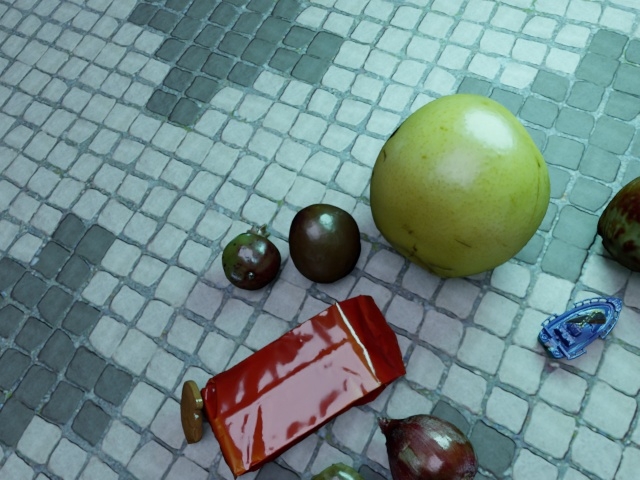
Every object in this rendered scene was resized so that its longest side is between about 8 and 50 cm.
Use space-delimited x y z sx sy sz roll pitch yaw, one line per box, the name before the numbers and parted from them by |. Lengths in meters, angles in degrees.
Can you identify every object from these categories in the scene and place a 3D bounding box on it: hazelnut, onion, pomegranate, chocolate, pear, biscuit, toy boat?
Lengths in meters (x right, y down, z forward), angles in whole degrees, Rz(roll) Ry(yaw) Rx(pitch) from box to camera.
hazelnut | 0.645 -0.033 0.965 0.217 0.234 0.218 0 105 -1
onion | 0.179 0.376 0.916 0.159 0.159 0.194 -47 50 -11
pomegranate | -0.143 0.038 1.130 0.129 0.130 0.159 18 28 16
chocolate | 0.000 0.000 1.081 0.176 0.177 0.177 -3 67 8
pear | 0.261 -0.097 0.991 0.347 0.348 0.349 -3 67 8
biscuit | -0.258 0.342 1.018 0.019 0.131 0.102 -3 20 -32
toy boat | 0.505 0.154 0.973 0.174 0.110 0.091 -30 67 -6

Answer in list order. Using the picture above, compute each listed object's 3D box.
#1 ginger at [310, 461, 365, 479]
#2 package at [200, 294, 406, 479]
ginger | 0.110 0.540 0.843 0.375 0.176 0.256 40 82 23
package | -0.039 0.278 1.002 0.423 0.123 0.196 -30 69 -2
